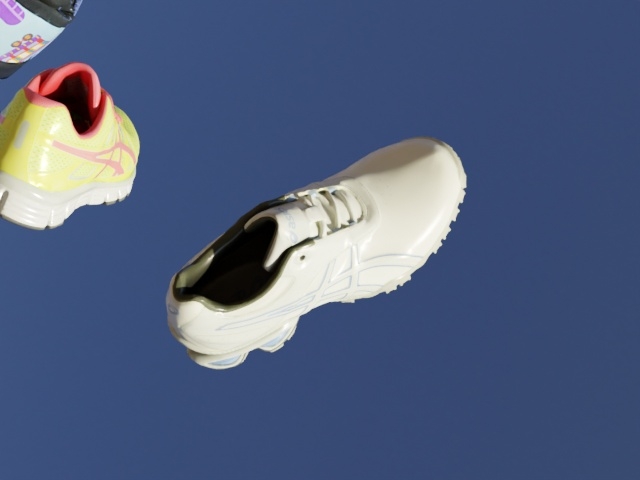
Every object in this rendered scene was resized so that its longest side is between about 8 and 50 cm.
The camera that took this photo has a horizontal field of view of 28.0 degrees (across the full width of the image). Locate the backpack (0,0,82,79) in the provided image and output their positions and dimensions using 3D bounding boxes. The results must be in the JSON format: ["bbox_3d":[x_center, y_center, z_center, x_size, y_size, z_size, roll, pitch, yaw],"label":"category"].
[{"bbox_3d":[-0.161,-0.111,0.381,0.158,0.173,0.116,-30,-125,19],"label":"backpack"}]

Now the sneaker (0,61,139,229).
[{"bbox_3d":[-0.162,-0.075,0.856,0.082,0.208,0.094,21,-73,0],"label":"sneaker"}]

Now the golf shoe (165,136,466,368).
[{"bbox_3d":[0.000,0.000,0.648,0.176,0.086,0.069,-36,-109,-7],"label":"golf shoe"}]
